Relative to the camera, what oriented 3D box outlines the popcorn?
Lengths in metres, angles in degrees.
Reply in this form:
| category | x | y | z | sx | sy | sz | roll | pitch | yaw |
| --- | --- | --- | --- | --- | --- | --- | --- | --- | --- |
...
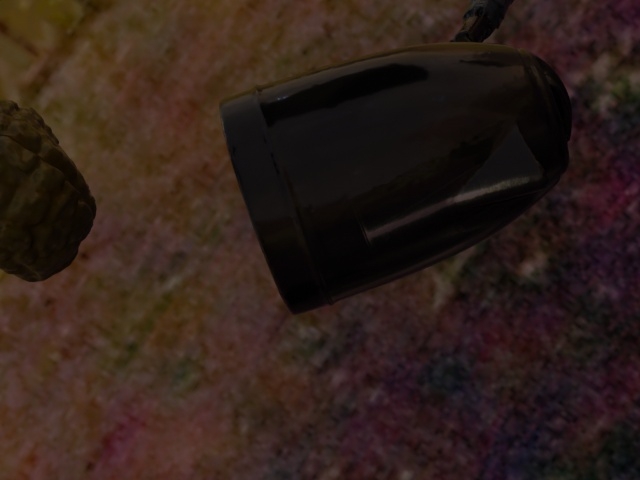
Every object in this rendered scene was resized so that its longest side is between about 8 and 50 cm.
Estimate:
| category | x | y | z | sx | sy | sz | roll | pitch | yaw |
| --- | --- | --- | --- | --- | --- | --- | --- | --- | --- |
| popcorn | -0.374 | -0.058 | 1.655 | 0.174 | 0.225 | 0.286 | -41 | 13 | -5 |

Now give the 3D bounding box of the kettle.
| category | x | y | z | sx | sy | sz | roll | pitch | yaw |
| --- | --- | --- | --- | --- | --- | --- | --- | --- | --- |
| kettle | 0.085 | -0.101 | 1.361 | 0.324 | 0.228 | 0.321 | -18 | 28 | 2 |

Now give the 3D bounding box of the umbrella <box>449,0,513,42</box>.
| category | x | y | z | sx | sy | sz | roll | pitch | yaw |
| --- | --- | --- | --- | --- | --- | --- | --- | --- | --- |
| umbrella | 0.229 | -0.317 | 1.826 | 0.053 | 0.052 | 0.250 | -51 | 3 | 39 |
